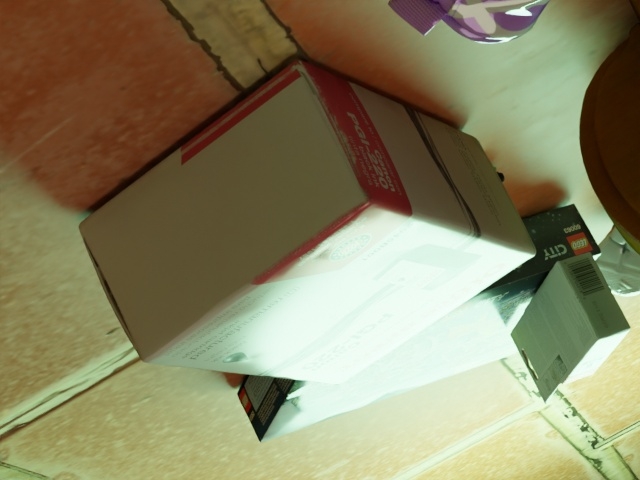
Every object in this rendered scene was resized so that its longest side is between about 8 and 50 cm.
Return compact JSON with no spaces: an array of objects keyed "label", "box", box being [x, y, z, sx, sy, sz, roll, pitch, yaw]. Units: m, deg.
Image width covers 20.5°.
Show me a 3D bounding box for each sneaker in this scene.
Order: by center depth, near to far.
[{"label":"sneaker","box":[0.248,-0.026,1.281,0.065,0.061,0.158,-47,174,-41]}]

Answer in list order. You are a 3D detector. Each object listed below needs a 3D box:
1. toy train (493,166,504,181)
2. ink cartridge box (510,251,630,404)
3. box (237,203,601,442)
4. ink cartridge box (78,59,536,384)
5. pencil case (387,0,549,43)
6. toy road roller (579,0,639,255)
[{"label":"toy train","box":[0.078,-0.028,1.102,0.083,0.017,0.023,-15,166,-29]},{"label":"ink cartridge box","box":[0.172,0.063,1.231,0.029,0.063,0.115,-16,157,-20]},{"label":"box","box":[0.068,0.059,1.252,0.233,0.044,0.159,-17,156,-25]},{"label":"ink cartridge box","box":[0.000,0.000,0.972,0.158,0.092,0.218,-35,159,20]},{"label":"pencil case","box":[0.110,-0.168,0.714,0.206,0.086,0.088,-50,-176,43]},{"label":"toy road roller","box":[0.301,-0.097,0.967,0.329,0.203,0.240,-29,148,10]}]
